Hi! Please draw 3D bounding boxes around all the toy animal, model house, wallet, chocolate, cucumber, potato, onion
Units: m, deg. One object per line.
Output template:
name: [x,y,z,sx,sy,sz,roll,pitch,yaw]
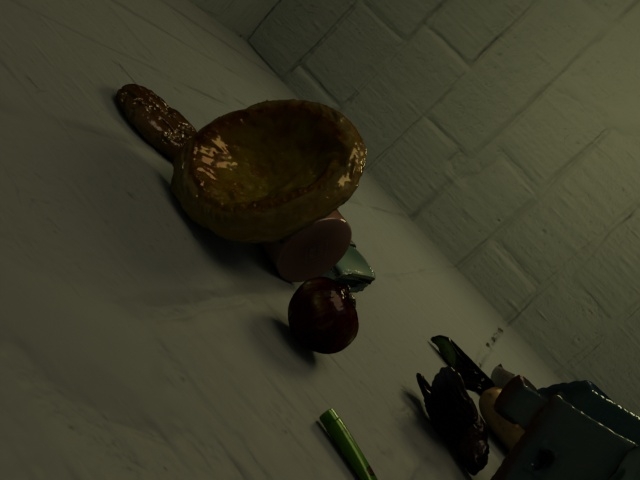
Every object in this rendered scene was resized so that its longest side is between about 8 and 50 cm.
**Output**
toy animal: [0.233,0.319,1.260,0.219,0.116,0.180,75,13,-54]
model house: [0.399,0.378,1.154,0.251,0.295,0.329,37,-2,-28]
wallet: [0.000,0.000,1.502,0.250,0.075,0.176,52,17,24]
chocolate: [0.503,0.413,1.764,0.185,0.100,0.303,42,3,-2]
cucumber: [0.355,0.314,1.753,0.220,0.046,0.070,43,20,-15]
potato: [0.447,0.406,1.552,0.234,0.128,0.161,43,5,16]
onion: [0.007,0.114,1.061,0.117,0.118,0.119,46,11,-17]

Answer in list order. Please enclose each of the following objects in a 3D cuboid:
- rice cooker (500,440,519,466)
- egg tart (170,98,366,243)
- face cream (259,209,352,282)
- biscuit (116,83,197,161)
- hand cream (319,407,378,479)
rice cooker: [0.423,0.442,1.325,0.145,0.127,0.206,31,-4,-13]
egg tart: [-0.080,-0.099,1.153,0.319,0.318,0.128,55,-13,38]
face cream: [-0.033,-0.014,1.254,0.149,0.149,0.104,29,19,-53]
biscuit: [-0.282,-0.209,1.321,0.226,0.042,0.226,44,11,-10]
hand cream: [0.040,0.265,0.887,0.122,0.023,0.036,55,11,22]
